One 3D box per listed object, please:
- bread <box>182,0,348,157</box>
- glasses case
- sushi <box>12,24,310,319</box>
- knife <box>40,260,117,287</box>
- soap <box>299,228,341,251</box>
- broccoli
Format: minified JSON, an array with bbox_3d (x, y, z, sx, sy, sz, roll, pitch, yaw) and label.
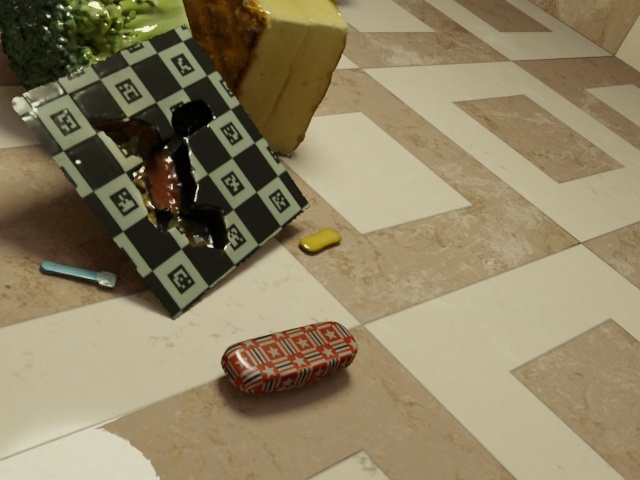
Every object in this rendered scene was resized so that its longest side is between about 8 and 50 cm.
[{"bbox_3d":[-0.126,-0.331,1.500,0.207,0.279,0.279,-3,41,-37],"label":"bread"},{"bbox_3d":[-0.035,0.151,1.078,0.194,0.049,0.073,-8,46,-41],"label":"glasses case"},{"bbox_3d":[-0.217,-0.104,1.226,0.343,0.064,0.359,55,42,-7],"label":"sushi"},{"bbox_3d":[-0.307,0.043,1.091,0.096,0.010,0.027,13,35,-13],"label":"knife"},{"bbox_3d":[0.000,0.000,1.353,0.034,0.012,0.089,40,35,23],"label":"soap"},{"bbox_3d":[-0.377,-0.356,1.359,0.338,0.277,0.317,24,44,17],"label":"broccoli"}]
